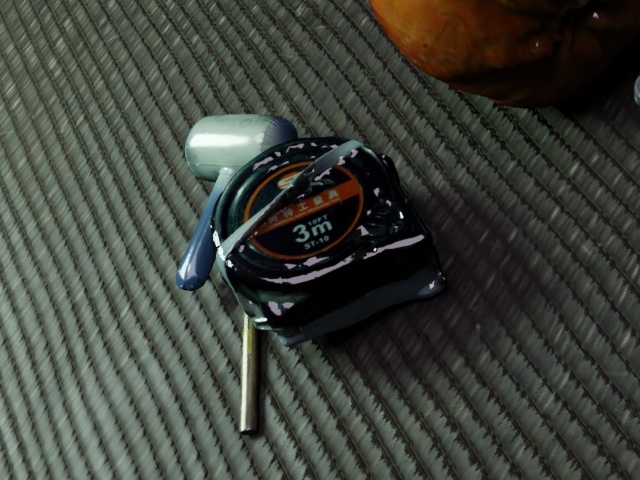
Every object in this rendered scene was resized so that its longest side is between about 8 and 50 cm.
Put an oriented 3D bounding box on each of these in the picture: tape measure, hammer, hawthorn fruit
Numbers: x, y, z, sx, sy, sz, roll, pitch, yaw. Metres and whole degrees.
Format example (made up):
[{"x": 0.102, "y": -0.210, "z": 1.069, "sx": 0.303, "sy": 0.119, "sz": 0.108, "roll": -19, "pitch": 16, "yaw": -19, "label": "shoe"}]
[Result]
[{"x": -0.002, "y": -0.003, "z": 1.138, "sx": 0.182, "sy": 0.107, "sz": 0.181, "roll": -22, "pitch": 49, "yaw": 3, "label": "tape measure"}, {"x": -0.061, "y": 0.092, "z": 1.171, "sx": 0.062, "sy": 0.017, "sz": 0.182, "roll": -17, "pitch": 52, "yaw": 20, "label": "hammer"}, {"x": 0.165, "y": -0.242, "z": 1.131, "sx": 0.258, "sy": 0.258, "sz": 0.262, "roll": -35, "pitch": 19, "yaw": 4, "label": "hawthorn fruit"}, {"x": -0.096, "y": -0.036, "z": 1.249, "sx": 0.116, "sy": 0.069, "sz": 0.194, "roll": 4, "pitch": 62, "yaw": 32, "label": "hammer"}]

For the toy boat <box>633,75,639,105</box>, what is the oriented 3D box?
[{"x": 0.375, "y": -0.129, "z": 1.020, "sx": 0.261, "sy": 0.085, "sz": 0.078, "roll": -1, "pitch": 58, "yaw": 31, "label": "toy boat"}]
